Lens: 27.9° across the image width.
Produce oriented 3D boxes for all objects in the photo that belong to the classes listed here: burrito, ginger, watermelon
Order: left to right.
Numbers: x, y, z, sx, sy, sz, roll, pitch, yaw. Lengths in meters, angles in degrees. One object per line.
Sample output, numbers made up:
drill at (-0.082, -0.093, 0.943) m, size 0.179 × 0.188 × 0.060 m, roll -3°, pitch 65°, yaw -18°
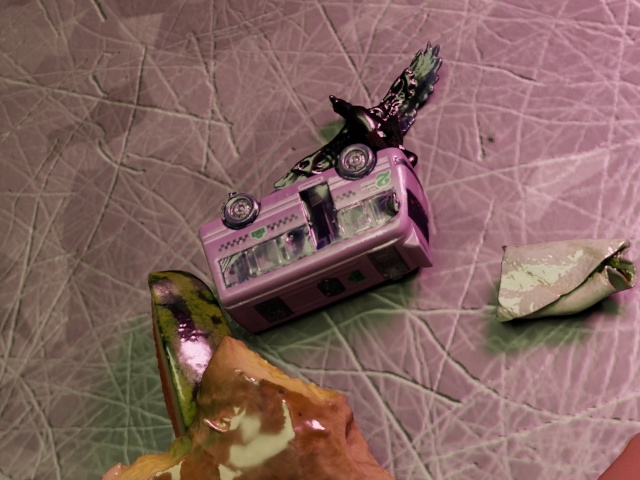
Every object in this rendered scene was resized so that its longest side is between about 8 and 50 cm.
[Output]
watermelon at (-0.116, 0.115, 1.115) m, size 0.063 × 0.119 × 0.245 m, roll -8°, pitch 59°, yaw -24°
ginger at (-0.067, 0.225, 0.999) m, size 0.219 × 0.123 × 0.270 m, roll 33°, pitch 94°, yaw -6°
burrito at (0.204, 0.033, 1.075) m, size 0.118 × 0.044 × 0.074 m, roll -4°, pitch 62°, yaw 21°

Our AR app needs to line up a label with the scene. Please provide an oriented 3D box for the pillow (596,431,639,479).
pillow at (0.237, 0.239, 0.916) m, size 0.179 × 0.075 × 0.171 m, roll -39°, pitch 50°, yaw -18°

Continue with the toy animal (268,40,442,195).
toy animal at (0.045, -0.103, 1.218) m, size 0.220 × 0.062 × 0.108 m, roll -45°, pitch 37°, yaw -7°

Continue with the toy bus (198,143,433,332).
toy bus at (0.000, 0.000, 1.143) m, size 0.199 × 0.096 × 0.108 m, roll -22°, pitch 59°, yaw 10°
